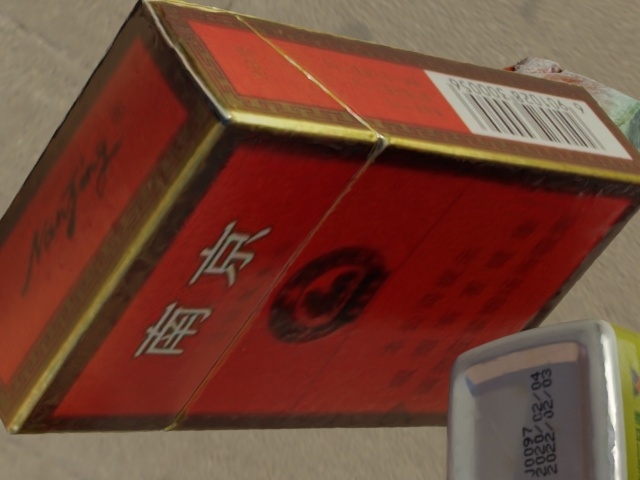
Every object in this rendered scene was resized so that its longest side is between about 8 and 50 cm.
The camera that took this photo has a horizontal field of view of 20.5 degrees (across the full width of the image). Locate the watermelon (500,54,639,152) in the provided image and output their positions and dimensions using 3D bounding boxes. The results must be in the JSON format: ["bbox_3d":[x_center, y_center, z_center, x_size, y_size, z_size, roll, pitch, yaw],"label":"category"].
[{"bbox_3d":[0.120,-0.046,0.905,0.094,0.180,0.081,25,108,6],"label":"watermelon"}]

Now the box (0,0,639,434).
[{"bbox_3d":[0.001,0.001,0.670,0.240,0.074,0.153,6,135,-45],"label":"box"}]

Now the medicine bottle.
[{"bbox_3d":[0.142,0.116,0.717,0.188,0.088,0.132,18,63,-40],"label":"medicine bottle"}]
